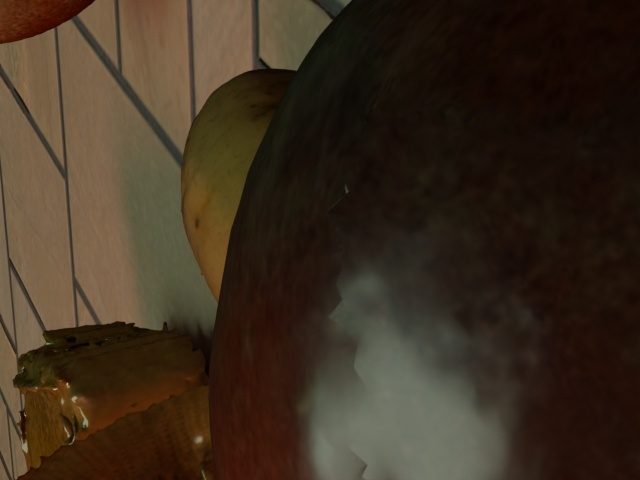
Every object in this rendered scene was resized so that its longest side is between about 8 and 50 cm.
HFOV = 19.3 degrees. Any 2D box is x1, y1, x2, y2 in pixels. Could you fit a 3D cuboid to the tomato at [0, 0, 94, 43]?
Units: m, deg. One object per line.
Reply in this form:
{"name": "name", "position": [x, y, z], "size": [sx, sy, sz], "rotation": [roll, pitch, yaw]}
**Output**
{"name": "tomato", "position": [-0.253, -0.288, 1.270], "size": [0.303, 0.239, 0.303], "rotation": [170, 90, -76]}

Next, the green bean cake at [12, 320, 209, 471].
{"name": "green bean cake", "position": [-0.131, 0.172, 1.333], "size": [0.224, 0.131, 0.229], "rotation": [-179, 76, -73]}

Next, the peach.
{"name": "peach", "position": [0.084, 0.028, 0.472], "size": [0.252, 0.252, 0.252], "rotation": [170, 90, -71]}

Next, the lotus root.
{"name": "lotus root", "position": [0.000, 0.000, 0.868], "size": [0.118, 0.125, 0.221], "rotation": [-59, 32, 25]}

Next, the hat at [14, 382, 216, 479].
{"name": "hat", "position": [-0.030, 0.224, 0.983], "size": [0.233, 0.244, 0.233], "rotation": [-123, 14, -65]}
